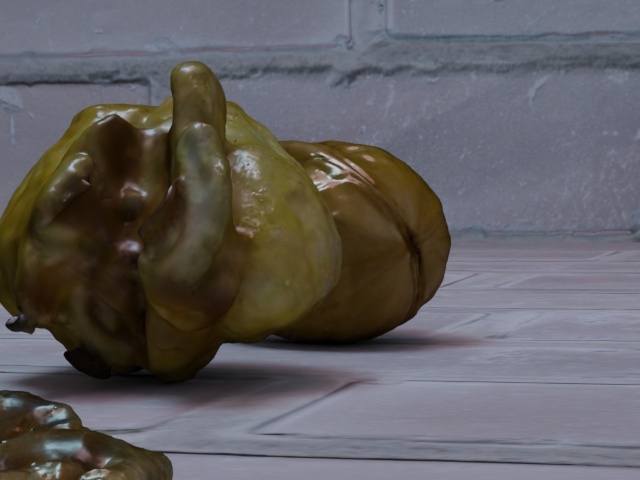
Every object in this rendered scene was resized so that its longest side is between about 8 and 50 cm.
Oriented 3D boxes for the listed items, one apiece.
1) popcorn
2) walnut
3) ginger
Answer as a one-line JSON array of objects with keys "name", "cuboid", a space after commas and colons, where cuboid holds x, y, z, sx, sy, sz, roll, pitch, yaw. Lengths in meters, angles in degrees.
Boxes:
[{"name": "popcorn", "cuboid": [-0.091, 0.000, 1.167, 0.190, 0.191, 0.253, 33, -3, -12]}, {"name": "walnut", "cuboid": [0.000, 0.000, 1.403, 0.159, 0.159, 0.206, -3, 9, -39]}, {"name": "ginger", "cuboid": [-0.127, 0.086, 0.675, 0.176, 0.052, 0.193, 0, 10, 21]}]
